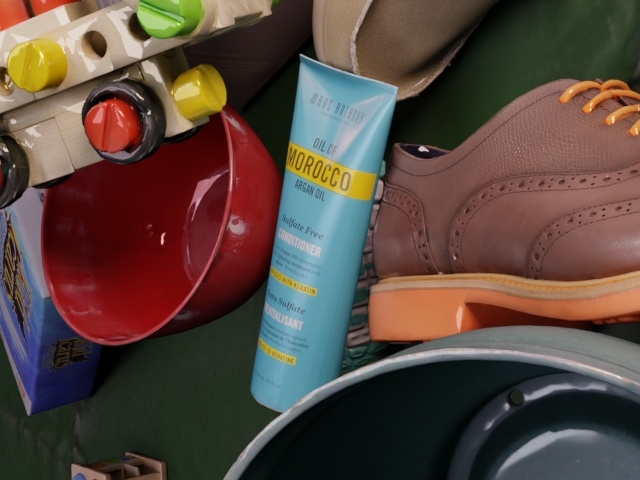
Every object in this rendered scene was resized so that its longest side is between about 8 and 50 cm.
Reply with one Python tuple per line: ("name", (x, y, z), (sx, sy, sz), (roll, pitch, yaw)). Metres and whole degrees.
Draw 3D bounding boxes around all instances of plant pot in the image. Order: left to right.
("plant pot", (0.111, 0.166, 0.648), (0.293, 0.196, 0.293), (5, 103, 21))

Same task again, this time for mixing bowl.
("mixing bowl", (-0.087, -0.015, 0.899), (0.181, 0.098, 0.181), (-14, 69, 40))

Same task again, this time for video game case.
("video game case", (-0.239, -0.016, 1.103), (0.244, 0.061, 0.269), (66, 158, 18))

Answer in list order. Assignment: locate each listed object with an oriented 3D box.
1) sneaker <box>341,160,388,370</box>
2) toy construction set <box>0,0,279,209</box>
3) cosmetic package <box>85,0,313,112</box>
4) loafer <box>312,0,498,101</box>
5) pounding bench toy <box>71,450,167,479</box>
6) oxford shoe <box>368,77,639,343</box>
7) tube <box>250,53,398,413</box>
("sneaker", (0.011, 0.000, 0.897), (0.076, 0.065, 0.166), (-171, 79, -68))
("toy construction set", (-0.158, -0.144, 0.813), (0.327, 0.151, 0.215), (-13, 100, 42))
("cosmetic package", (-0.054, -0.192, 0.903), (0.238, 0.107, 0.127), (-45, 58, 46))
("loafer", (0.084, -0.171, 0.746), (0.092, 0.102, 0.268), (59, 133, 34))
("pounding bench toy", (-0.164, 0.220, 1.113), (0.052, 0.065, 0.083), (6, 100, 49))
("oxford shoe", (0.147, -0.024, 0.677), (0.363, 0.130, 0.133), (-11, 80, 49))
("tube", (0.000, 0.000, 0.817), (0.080, 0.052, 0.207), (23, 112, 37))
